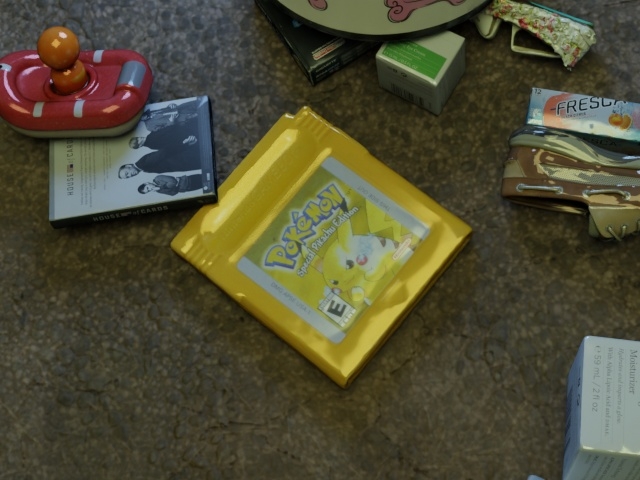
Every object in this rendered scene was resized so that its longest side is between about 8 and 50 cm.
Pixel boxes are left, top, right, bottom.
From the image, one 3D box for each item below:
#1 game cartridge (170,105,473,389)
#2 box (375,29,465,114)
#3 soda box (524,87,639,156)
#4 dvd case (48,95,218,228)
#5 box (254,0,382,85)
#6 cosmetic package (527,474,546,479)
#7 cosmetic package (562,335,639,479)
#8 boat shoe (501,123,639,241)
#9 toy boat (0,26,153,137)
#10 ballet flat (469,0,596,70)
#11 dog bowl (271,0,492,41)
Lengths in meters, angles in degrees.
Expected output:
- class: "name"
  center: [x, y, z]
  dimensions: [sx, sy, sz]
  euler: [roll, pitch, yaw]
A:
- class: "game cartridge"
  center: [0.000, 0.000, 1.873]
  dimensions: [0.323, 0.053, 0.285]
  euler: [37, 80, 15]
- class: "box"
  center: [0.143, -0.251, 1.911]
  dimensions: [0.101, 0.102, 0.087]
  euler: [28, 75, 15]
- class: "soda box"
  center: [0.378, -0.163, 1.879]
  dimensions: [0.183, 0.063, 0.058]
  euler: [9, 74, 9]
- class: "dvd case"
  center: [-0.269, -0.114, 1.926]
  dimensions: [0.238, 0.030, 0.179]
  euler: [-9, 58, 4]
- class: "box"
  center: [0.032, -0.356, 1.981]
  dimensions: [0.220, 0.051, 0.175]
  euler: [-31, 71, -5]
- class: "cosmetic package"
  center: [0.375, 0.466, 1.609]
  dimensions: [0.384, 0.156, 0.217]
  euler: [24, 95, 14]
- class: "cosmetic package"
  center: [0.402, 0.222, 1.665]
  dimensions: [0.183, 0.151, 0.151]
  euler: [5, 63, 4]
- class: "boat shoe"
  center: [0.397, -0.054, 1.823]
  dimensions: [0.323, 0.122, 0.120]
  euler: [18, 80, 19]
- class: "toy boat"
  center: [-0.361, -0.238, 1.913]
  dimensions: [0.231, 0.151, 0.151]
  euler: [-1, 47, 11]
- class: "ballet flat"
  center: [0.275, -0.314, 1.931]
  dimensions: [0.241, 0.091, 0.077]
  euler: [25, 100, 17]
- class: "dog bowl"
  center: [0.090, -0.482, 1.902]
  dimensions: [0.407, 0.150, 0.408]
  euler: [-2, 57, 2]
